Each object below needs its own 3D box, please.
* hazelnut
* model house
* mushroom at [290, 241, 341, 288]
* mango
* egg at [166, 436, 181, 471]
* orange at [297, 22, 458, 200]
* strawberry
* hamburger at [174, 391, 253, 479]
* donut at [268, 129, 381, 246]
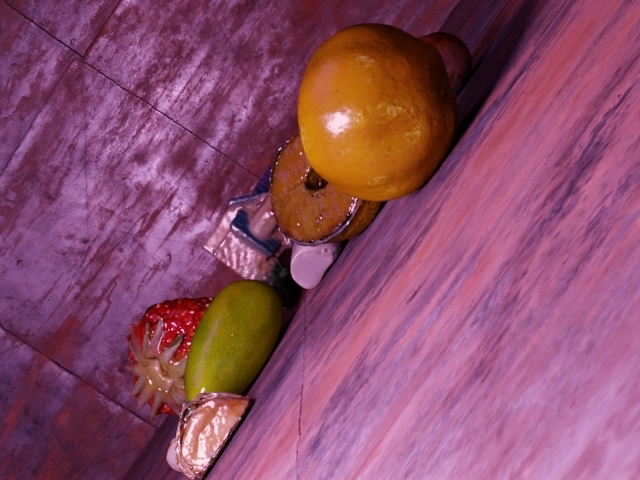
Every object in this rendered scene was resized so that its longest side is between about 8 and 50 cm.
[{"bbox_3d":[0.217,-0.321,2.008,0.154,0.143,0.143,-37,9,16],"label":"hazelnut"},{"bbox_3d":[-0.097,-0.029,2.404,0.280,0.245,0.312,-54,1,-3],"label":"model house"},{"bbox_3d":[0.000,0.000,2.137,0.225,0.093,0.116,-69,-8,-52],"label":"mushroom"},{"bbox_3d":[-0.174,0.204,2.072,0.192,0.156,0.343,-63,2,39],"label":"mango"},{"bbox_3d":[-0.245,0.391,1.963,0.083,0.071,0.071,-51,6,23],"label":"egg"},{"bbox_3d":[0.091,-0.200,1.638,0.279,0.235,0.279,-2,-90,-73],"label":"orange"},{"bbox_3d":[-0.266,0.240,2.384,0.343,0.292,0.292,-31,-16,-51],"label":"strawberry"},{"bbox_3d":[-0.202,0.323,1.836,0.176,0.102,0.087,-56,-8,-13],"label":"hamburger"},{"bbox_3d":[0.026,-0.115,1.999,0.272,0.107,0.272,-8,80,48],"label":"donut"}]
